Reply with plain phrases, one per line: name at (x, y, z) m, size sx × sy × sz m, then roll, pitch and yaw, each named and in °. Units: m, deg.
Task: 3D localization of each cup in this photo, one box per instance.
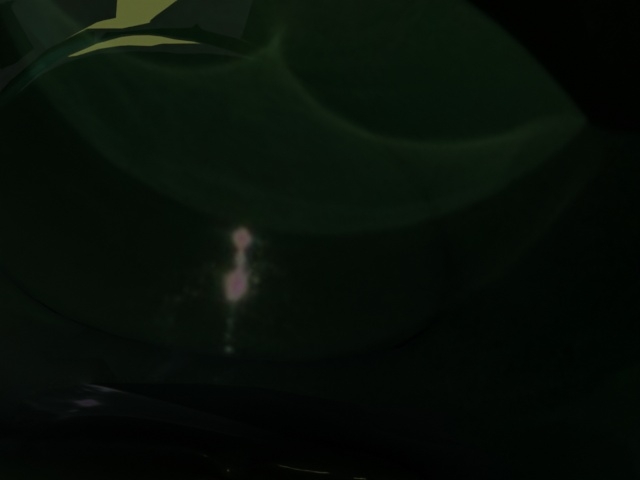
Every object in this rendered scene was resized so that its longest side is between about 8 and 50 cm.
cup at (-0.019, -0.016, 0.587) m, size 0.310 × 0.392 × 0.401 m, roll 35°, pitch 105°, yaw -5°
